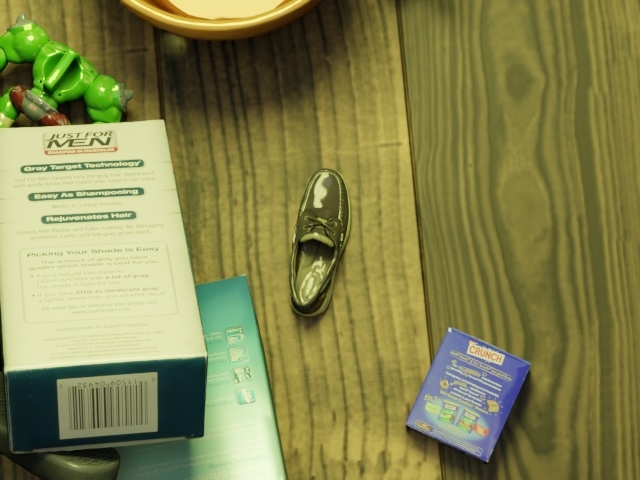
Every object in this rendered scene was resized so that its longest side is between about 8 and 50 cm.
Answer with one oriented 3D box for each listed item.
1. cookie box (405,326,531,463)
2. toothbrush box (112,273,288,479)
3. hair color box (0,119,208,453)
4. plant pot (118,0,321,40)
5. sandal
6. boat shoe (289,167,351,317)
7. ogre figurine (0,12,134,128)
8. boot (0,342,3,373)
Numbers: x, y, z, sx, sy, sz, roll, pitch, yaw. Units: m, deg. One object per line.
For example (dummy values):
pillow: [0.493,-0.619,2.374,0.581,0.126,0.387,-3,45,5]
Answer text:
cookie box: [0.146,0.152,1.870,0.092,0.040,0.107,25,83,5]
toothbrush box: [-0.142,0.203,1.773,0.216,0.126,0.295,-13,57,-1]
hair color box: [-0.208,0.033,1.730,0.174,0.105,0.347,-3,40,-10]
plant pot: [-0.094,-0.320,1.864,0.291,0.203,0.291,0,81,1]
sandal: [-0.288,0.172,1.703,0.254,0.097,0.054,28,110,37]
boat shoe: [0.000,0.000,1.891,0.056,0.049,0.152,6,81,2]
ogre figurine: [-0.271,-0.139,1.894,0.197,0.097,0.118,37,95,17]
boot: [-0.443,0.080,1.856,0.280,0.096,0.264,6,78,2]
